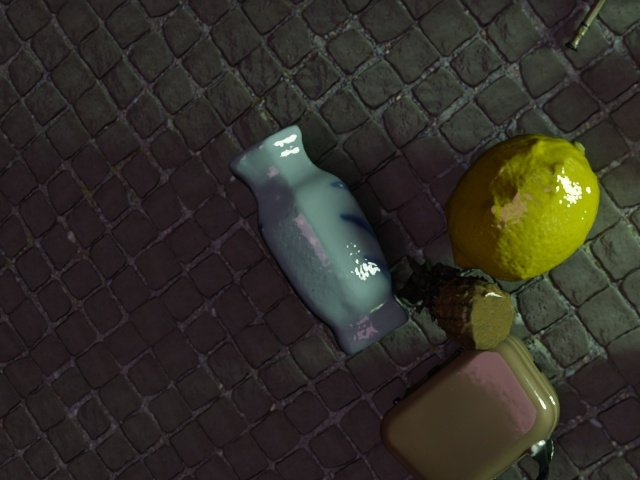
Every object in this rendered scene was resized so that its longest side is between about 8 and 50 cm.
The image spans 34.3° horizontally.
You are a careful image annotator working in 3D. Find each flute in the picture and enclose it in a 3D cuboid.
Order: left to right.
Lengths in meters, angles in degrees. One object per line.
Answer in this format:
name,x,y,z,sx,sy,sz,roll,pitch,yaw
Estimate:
flute,0.487,-0.426,1.755,0.027,0.027,0.233,35,106,13

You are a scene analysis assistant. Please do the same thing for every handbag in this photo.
handbag,0.289,0.337,1.847,0.302,0.149,0.283,-42,79,17

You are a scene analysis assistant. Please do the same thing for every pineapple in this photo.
pineapple,0.224,0.103,1.805,0.248,0.128,0.128,30,110,57

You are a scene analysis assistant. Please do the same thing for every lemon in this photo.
lemon,0.336,-0.054,1.741,0.288,0.233,0.233,-42,81,8

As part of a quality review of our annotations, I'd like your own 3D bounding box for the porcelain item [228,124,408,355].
porcelain item,0.000,0.000,1.866,0.178,0.242,0.405,-32,89,-4
